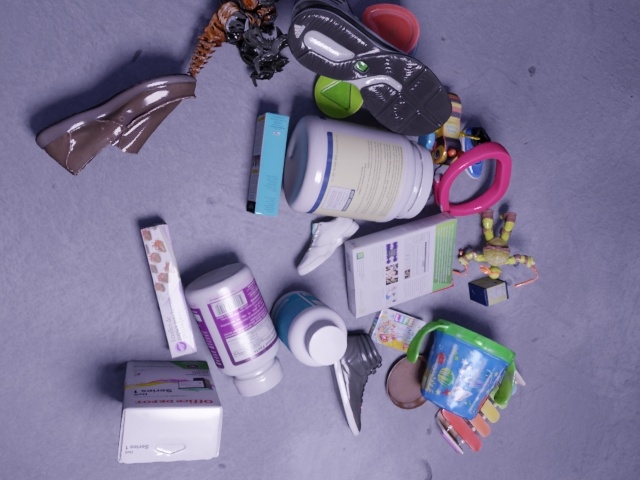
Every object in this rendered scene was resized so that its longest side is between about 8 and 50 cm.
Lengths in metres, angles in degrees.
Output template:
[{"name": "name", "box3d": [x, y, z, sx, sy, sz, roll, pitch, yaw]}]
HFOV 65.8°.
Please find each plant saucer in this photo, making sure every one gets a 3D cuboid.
[{"name": "plant saucer", "box3d": [0.269, 0.422, 1.482, 0.168, 0.029, 0.169, -3, 98, -19]}]

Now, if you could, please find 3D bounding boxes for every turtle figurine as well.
[{"name": "turtle figurine", "box3d": [0.503, 0.020, 1.458, 0.269, 0.087, 0.218, 3, 76, 16]}]

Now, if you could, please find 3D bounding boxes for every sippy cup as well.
[{"name": "sippy cup", "box3d": [0.399, 0.373, 1.408, 0.305, 0.240, 0.224, 24, 83, 20]}]

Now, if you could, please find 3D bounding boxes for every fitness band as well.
[{"name": "fitness band", "box3d": [0.416, -0.156, 1.355, 0.208, 0.054, 0.291, -23, 149, 2]}]

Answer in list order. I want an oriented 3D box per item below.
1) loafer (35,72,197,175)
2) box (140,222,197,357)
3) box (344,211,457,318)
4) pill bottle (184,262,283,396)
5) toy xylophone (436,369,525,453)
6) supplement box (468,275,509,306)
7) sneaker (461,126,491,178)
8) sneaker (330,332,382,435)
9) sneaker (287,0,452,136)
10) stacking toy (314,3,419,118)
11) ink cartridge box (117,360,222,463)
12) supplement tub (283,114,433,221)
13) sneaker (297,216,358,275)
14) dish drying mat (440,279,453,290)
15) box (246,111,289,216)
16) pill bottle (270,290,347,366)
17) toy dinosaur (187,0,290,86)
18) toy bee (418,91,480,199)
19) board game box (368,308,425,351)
[{"name": "loafer", "box3d": [-0.432, -0.259, 1.108, 0.365, 0.134, 0.130, -27, 109, -4]}, {"name": "box", "box3d": [-0.368, 0.119, 1.200, 0.062, 0.067, 0.325, -13, 100, -17]}, {"name": "box", "box3d": [0.225, 0.068, 1.369, 0.321, 0.058, 0.233, -15, 123, -16]}, {"name": "pill bottle", "box3d": [-0.201, 0.222, 1.218, 0.169, 0.169, 0.302, -24, 104, -15]}, {"name": "toy xylophone", "box3d": [0.473, 0.487, 1.535, 0.236, 0.081, 0.323, 42, 82, -19]}, {"name": "supplement box", "box3d": [0.511, 0.153, 1.505, 0.083, 0.083, 0.056, -15, 104, -16]}, {"name": "sneaker", "box3d": [0.458, -0.254, 1.436, 0.058, 0.084, 0.152, -12, 101, -18]}, {"name": "sneaker", "box3d": [0.114, 0.395, 1.382, 0.146, 0.104, 0.296, -14, 97, -12]}, {"name": "sneaker", "box3d": [0.126, -0.442, 1.165, 0.447, 0.258, 0.169, 26, 131, -27]}, {"name": "stacking toy", "box3d": [0.130, -0.444, 1.313, 0.279, 0.130, 0.309, 0, 94, 7]}, {"name": "ink cartridge box", "box3d": [-0.345, 0.376, 1.126, 0.201, 0.278, 0.117, 6, 95, -20]}, {"name": "supplement tub", "box3d": [0.090, -0.171, 1.237, 0.324, 0.235, 0.236, 6, 95, -20]}, {"name": "sneaker", "box3d": [0.000, 0.000, 1.320, 0.212, 0.080, 0.094, -44, 97, -17]}, {"name": "dish drying mat", "box3d": [0.364, 0.135, 1.492, 0.083, 0.008, 0.032, -15, 102, -18]}, {"name": "box", "box3d": [-0.132, -0.185, 1.227, 0.060, 0.100, 0.245, 5, 95, -21]}, {"name": "pill bottle", "box3d": [-0.026, 0.220, 1.227, 0.146, 0.264, 0.147, -2, 97, -19]}, {"name": "toy dinosaur", "box3d": [-0.179, -0.496, 1.174, 0.322, 0.164, 0.218, -44, 94, 9]}, {"name": "toy bee", "box3d": [0.352, -0.267, 1.354, 0.195, 0.162, 0.299, -15, 99, -14]}, {"name": "board game box", "box3d": [0.223, 0.262, 1.447, 0.154, 0.026, 0.104, 21, 89, -20]}]
